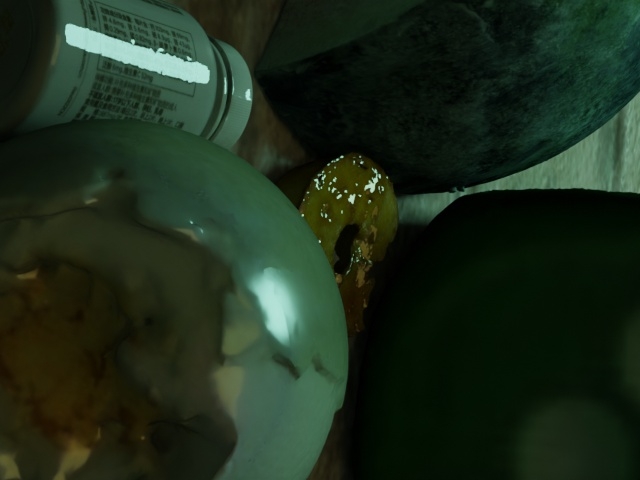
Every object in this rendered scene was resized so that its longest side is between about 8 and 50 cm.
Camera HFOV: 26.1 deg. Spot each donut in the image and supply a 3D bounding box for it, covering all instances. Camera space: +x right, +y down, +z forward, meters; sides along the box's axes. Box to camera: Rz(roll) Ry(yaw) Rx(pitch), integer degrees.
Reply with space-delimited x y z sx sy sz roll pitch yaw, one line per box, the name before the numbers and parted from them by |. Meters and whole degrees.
donut | 0.000 0.000 0.784 0.097 0.043 0.108 50 54 -44

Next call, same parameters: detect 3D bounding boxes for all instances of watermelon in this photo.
watermelon | 0.077 -0.150 0.839 0.289 0.214 0.320 -23 157 -19

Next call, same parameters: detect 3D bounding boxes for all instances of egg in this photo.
egg | -0.079 0.043 0.555 0.217 0.183 0.183 -2 95 -84

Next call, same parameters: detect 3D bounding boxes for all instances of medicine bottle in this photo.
medicine bottle | -0.096 -0.074 0.613 0.140 0.079 0.079 9 85 -54

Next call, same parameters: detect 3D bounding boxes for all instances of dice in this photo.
dice | 0.215 0.125 0.878 0.287 0.297 0.300 6 87 -57
